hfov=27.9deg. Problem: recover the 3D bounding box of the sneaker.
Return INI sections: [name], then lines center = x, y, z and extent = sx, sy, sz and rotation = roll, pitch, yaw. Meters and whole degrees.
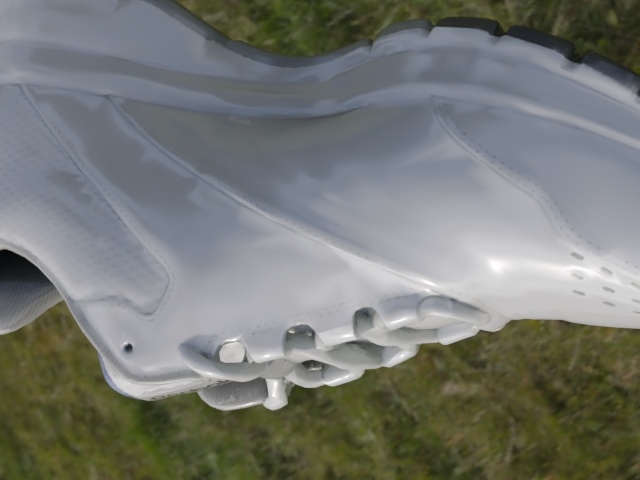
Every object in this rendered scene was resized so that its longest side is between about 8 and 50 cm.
[sneaker]
center = 0.000, 0.000, 0.408
extent = 0.297, 0.111, 0.129
rotation = 10, 75, 32
